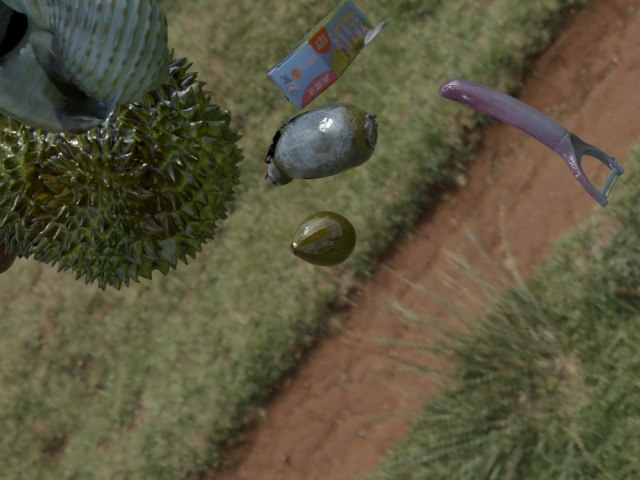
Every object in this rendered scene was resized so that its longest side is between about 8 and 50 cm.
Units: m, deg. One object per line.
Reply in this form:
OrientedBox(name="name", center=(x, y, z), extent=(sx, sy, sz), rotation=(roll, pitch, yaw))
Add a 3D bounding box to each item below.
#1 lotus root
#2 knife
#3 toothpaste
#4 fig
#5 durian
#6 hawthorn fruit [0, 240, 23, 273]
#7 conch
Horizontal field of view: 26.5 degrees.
OrientedBox(name="lotus root", center=(-0.003, -0.109, 1.561), extent=(0.165, 0.088, 0.088), rotation=(-17, 55, 36))
OrientedBox(name="knife", center=(0.293, -0.156, 1.869), extent=(0.053, 0.278, 0.123), rotation=(-61, -6, 32))
OrientedBox(name="toothpaste", center=(0.012, -0.178, 1.233), extent=(0.070, 0.044, 0.193), rotation=(-38, 9, 22))
OrientedBox(name="fig", center=(0.000, 0.000, 1.744), extent=(0.074, 0.088, 0.074), rotation=(35, 131, 52))
OrientedBox(name="durian", center=(-0.205, -0.069, 1.327), extent=(0.291, 0.224, 0.291), rotation=(-16, 32, 10))
OrientedBox(name="hawthorn fruit", center=(-0.411, -0.058, 1.585), extent=(0.185, 0.202, 0.185), rotation=(-31, 22, 14))
OrientedBox(name="conch", center=(-0.185, -0.146, 0.996), extent=(0.135, 0.153, 0.102), rotation=(-61, -1, 15))
